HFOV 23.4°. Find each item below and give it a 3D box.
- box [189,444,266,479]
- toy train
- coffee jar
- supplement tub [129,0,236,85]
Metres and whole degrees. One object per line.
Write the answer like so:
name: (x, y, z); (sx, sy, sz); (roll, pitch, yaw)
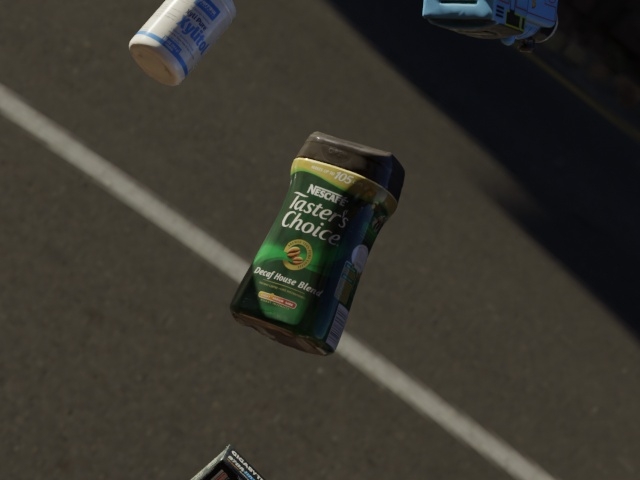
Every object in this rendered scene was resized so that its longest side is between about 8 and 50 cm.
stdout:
box: (-0.140, 0.408, 2.068); (0.175, 0.220, 0.051); (45, 17, -5)
toy train: (0.149, -0.211, 1.246); (0.080, 0.105, 0.184); (9, 3, 30)
coffee jar: (0.000, 0.000, 1.331); (0.096, 0.184, 0.079); (17, -14, 25)
supplement tub: (-0.148, -0.225, 1.655); (0.071, 0.107, 0.071); (32, -20, 13)
